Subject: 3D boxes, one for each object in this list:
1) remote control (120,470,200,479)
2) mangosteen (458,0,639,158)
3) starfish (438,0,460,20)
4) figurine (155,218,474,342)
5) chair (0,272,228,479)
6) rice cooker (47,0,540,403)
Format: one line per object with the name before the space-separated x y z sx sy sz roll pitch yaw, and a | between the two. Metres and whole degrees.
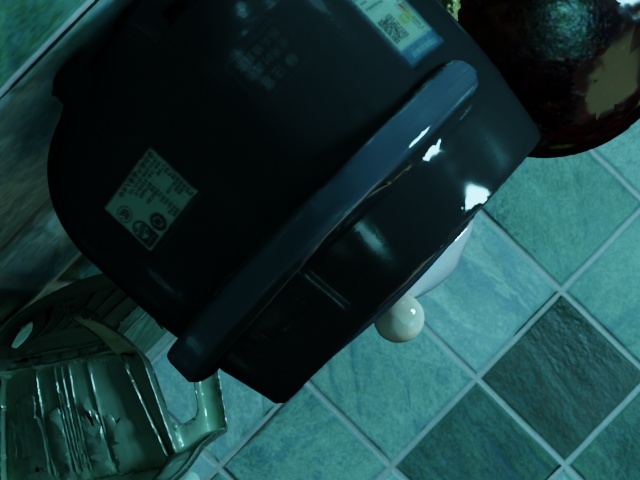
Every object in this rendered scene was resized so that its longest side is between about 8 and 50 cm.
remote control | -0.273 0.241 1.042 0.343 0.050 0.145 -6 -165 17
mangosteen | 0.187 -0.213 1.179 0.311 0.311 0.311 -45 177 -3
starfish | 0.080 -0.175 0.906 0.048 0.231 0.295 0 137 -28
figurine | 0.001 0.000 0.969 0.275 0.200 0.133 -19 163 -25
chair | -0.193 0.115 0.997 0.203 0.191 0.274 -12 175 6
rice cooker | -0.022 -0.053 0.764 0.267 0.224 0.267 -45 179 -1
